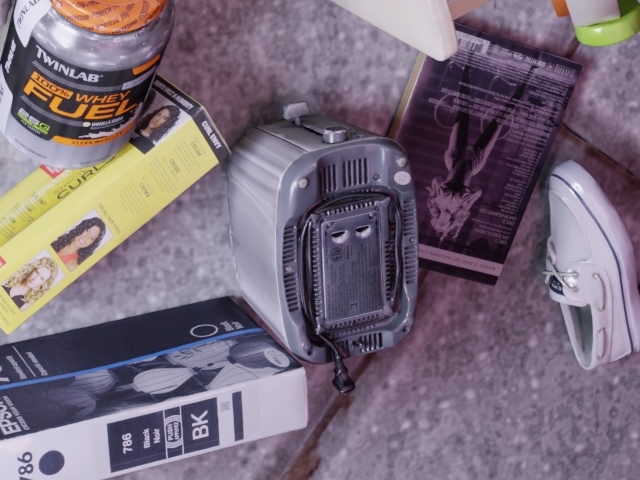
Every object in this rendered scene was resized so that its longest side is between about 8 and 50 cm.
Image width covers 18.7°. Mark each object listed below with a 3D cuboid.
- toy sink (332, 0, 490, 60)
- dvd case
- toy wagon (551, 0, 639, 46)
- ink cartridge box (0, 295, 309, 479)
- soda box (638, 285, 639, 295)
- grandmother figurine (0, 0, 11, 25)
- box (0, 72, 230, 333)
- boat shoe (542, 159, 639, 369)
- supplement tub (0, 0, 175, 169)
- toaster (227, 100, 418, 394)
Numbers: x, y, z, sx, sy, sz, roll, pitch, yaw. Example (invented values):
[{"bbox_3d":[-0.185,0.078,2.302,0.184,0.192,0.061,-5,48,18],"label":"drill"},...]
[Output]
[{"bbox_3d":[0.078,-0.259,1.519,0.131,0.234,0.153,-27,119,-14],"label":"toy sink"},{"bbox_3d":[0.130,-0.077,1.747,0.164,0.018,0.221,13,103,-32],"label":"dvd case"},{"bbox_3d":[0.192,-0.285,1.515,0.068,0.344,0.267,-12,119,12],"label":"toy wagon"},{"bbox_3d":[-0.192,0.132,1.582,0.333,0.165,0.065,-14,117,-23],"label":"ink cartridge box"},{"bbox_3d":[0.382,0.016,1.887,0.058,0.061,0.181,38,91,-33],"label":"soda box"},{"bbox_3d":[-0.383,-0.133,1.404,0.342,0.104,0.208,-25,145,-12],"label":"grandmother figurine"},{"bbox_3d":[-0.189,-0.032,1.553,0.232,0.087,0.058,-40,131,-10],"label":"box"},{"bbox_3d":[0.247,0.033,1.812,0.076,0.083,0.226,-33,122,-12],"label":"boat shoe"},{"bbox_3d":[-0.176,-0.147,1.455,0.117,0.117,0.190,-10,154,-23],"label":"supplement tub"},{"bbox_3d":[0.000,0.000,1.636,0.129,0.146,0.227,-13,115,-21],"label":"toaster"}]
